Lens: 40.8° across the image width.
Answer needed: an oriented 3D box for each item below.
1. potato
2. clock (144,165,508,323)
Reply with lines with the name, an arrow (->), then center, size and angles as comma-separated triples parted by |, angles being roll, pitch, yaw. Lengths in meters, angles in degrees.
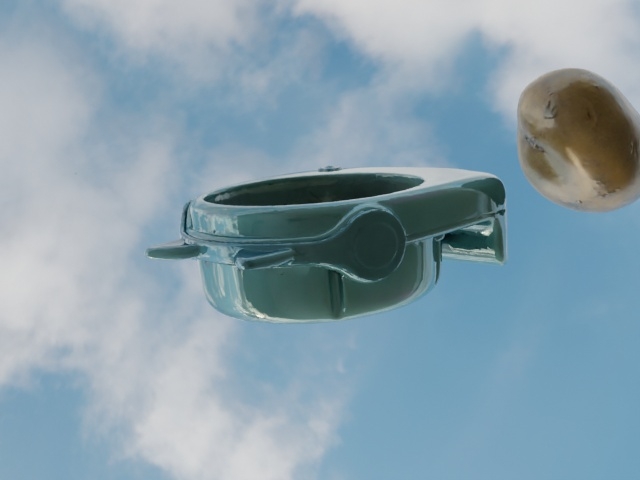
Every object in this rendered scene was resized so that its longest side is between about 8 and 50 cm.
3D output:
potato -> 0.226, -0.083, 0.739 | 0.112, 0.112, 0.147 | -46, -63, -8
clock -> 0.000, 0.000, 0.695 | 0.274, 0.224, 0.094 | -18, -74, -44
